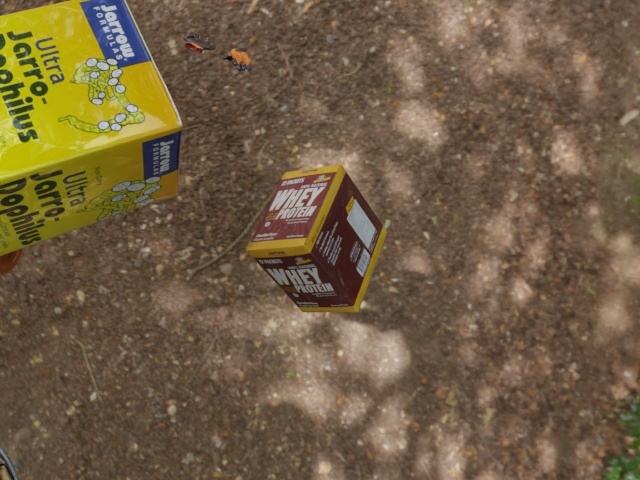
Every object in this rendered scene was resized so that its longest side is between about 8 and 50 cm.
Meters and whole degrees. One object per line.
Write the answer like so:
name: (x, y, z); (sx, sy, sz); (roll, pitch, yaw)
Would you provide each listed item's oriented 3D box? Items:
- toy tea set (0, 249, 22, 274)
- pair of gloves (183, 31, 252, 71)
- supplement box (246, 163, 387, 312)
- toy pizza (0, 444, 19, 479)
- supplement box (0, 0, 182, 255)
toy tea set: (-0.578, -0.040, 1.026); (0.200, 0.124, 0.336); (-58, 164, -50)
pair of gloves: (-0.119, -0.219, 0.777); (0.083, 0.074, 0.010); (19, 114, -16)
supplement box: (0.000, 0.000, 1.215); (0.194, 0.129, 0.191); (52, 48, -37)
toy pizza: (-0.506, 0.332, 0.925); (0.032, 0.201, 0.201); (-45, 128, -67)
supplement box: (-0.362, -0.112, 0.763); (0.356, 0.194, 0.195); (-22, 77, -20)
